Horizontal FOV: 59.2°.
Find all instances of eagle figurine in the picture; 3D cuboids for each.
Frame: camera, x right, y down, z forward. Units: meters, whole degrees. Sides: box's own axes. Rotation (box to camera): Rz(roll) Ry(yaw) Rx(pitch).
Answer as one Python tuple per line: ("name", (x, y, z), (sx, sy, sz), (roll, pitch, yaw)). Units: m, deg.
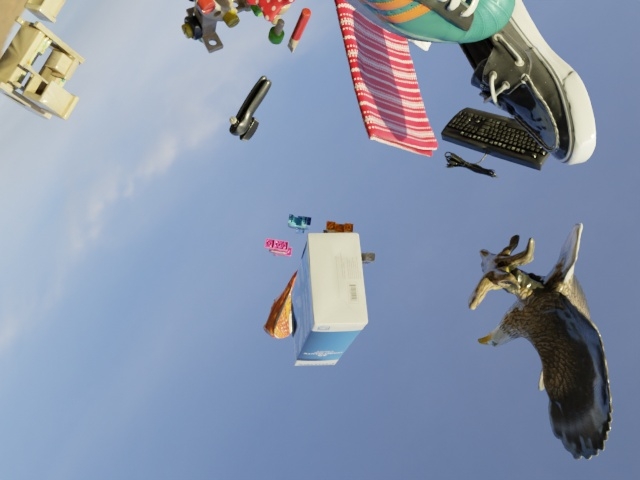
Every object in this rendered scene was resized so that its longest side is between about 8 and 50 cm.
("eagle figurine", (0.348, 0.139, 0.862), (0.226, 0.298, 0.225), (-43, -176, -19))

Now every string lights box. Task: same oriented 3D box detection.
("string lights box", (0.005, 0.102, 0.873), (0.260, 0.076, 0.133), (109, -22, -64))

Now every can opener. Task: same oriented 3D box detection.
("can opener", (-0.191, -0.362, 1.530), (0.059, 0.073, 0.186), (38, -71, 29))

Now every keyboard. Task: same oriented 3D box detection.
("keyboard", (0.459, -0.257, 1.522), (0.317, 0.033, 0.201), (29, -100, 42))

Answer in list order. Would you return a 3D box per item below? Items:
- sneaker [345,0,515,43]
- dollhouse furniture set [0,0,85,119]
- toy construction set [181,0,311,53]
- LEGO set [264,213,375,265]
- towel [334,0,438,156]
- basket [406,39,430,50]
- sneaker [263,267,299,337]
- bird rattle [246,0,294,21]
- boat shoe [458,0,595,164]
("sneaker", (0.072, -0.252, 0.499), (0.121, 0.302, 0.108), (41, -64, 61))
("dollhouse furniture set", (-0.371, -0.270, 0.832), (0.161, 0.101, 0.182), (23, -99, 28))
("toy construction set", (-0.191, -0.543, 1.345), (0.257, 0.309, 0.237), (-57, -175, -26))
("LEGO set", (0.000, 0.000, 1.204), (0.093, 0.227, 0.087), (111, -13, -75))
("towel", (0.115, -0.287, 0.973), (0.031, 0.199, 0.275), (-23, -108, 39))
("basket", (0.221, -0.545, 1.313), (0.103, 0.113, 0.167), (26, -72, 22))
("sneaker", (-0.068, 0.119, 1.179), (0.067, 0.064, 0.175), (6, -122, 49))
("bird rattle", (-0.128, -0.502, 0.927), (0.143, 0.253, 0.207), (-42, -174, -18))
("boat shoe", (0.255, -0.222, 0.757), (0.102, 0.108, 0.301), (-17, -112, -6))
